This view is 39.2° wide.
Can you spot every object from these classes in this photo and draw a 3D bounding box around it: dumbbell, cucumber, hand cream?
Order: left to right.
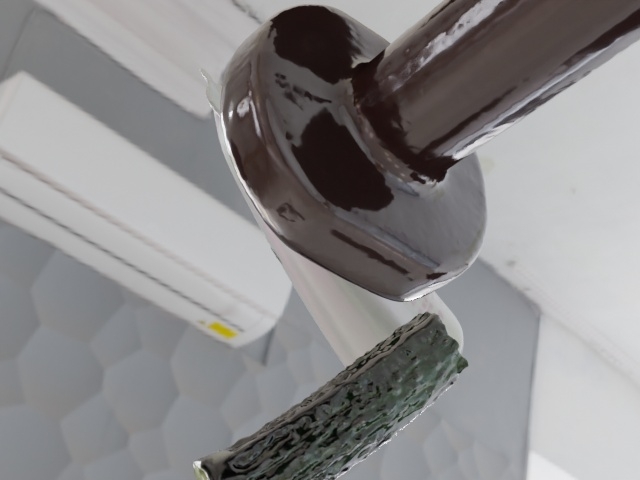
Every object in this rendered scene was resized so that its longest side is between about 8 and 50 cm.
[{"bbox_3d":[0.000,0.000,0.831,0.118,0.185,0.358,-35,-69,6],"label":"hand cream"},{"bbox_3d":[0.010,0.108,0.537,0.058,0.187,0.058,37,-37,34],"label":"cucumber"},{"bbox_3d":[0.075,-0.078,0.335,0.140,0.124,0.225,28,-43,-28],"label":"dumbbell"}]
